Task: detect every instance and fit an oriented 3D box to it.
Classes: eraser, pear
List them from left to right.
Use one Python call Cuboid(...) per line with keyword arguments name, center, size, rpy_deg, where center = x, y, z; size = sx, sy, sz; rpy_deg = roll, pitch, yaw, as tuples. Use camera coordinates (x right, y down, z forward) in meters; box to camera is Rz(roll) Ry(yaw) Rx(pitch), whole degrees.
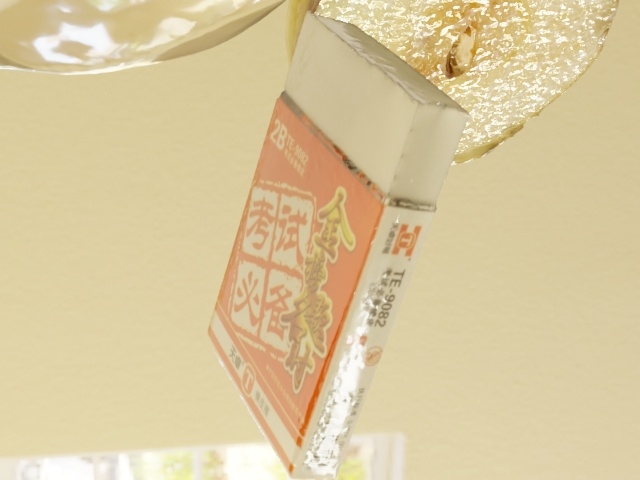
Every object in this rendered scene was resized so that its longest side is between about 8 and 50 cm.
Cuboid(name="eraser", center=(0.000, 0.000, 0.706), size=(0.157, 0.038, 0.230), rpy_deg=(50, 127, 55))
Cuboid(name="pear", center=(0.116, -0.264, 1.220), size=(0.386, 0.340, 0.191), rpy_deg=(115, 145, -47))

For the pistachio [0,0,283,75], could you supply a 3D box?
Cuboid(name="pistachio", center=(-0.035, -0.173, 0.321), size=(0.332, 0.226, 0.207), rpy_deg=(-38, 82, 35))
